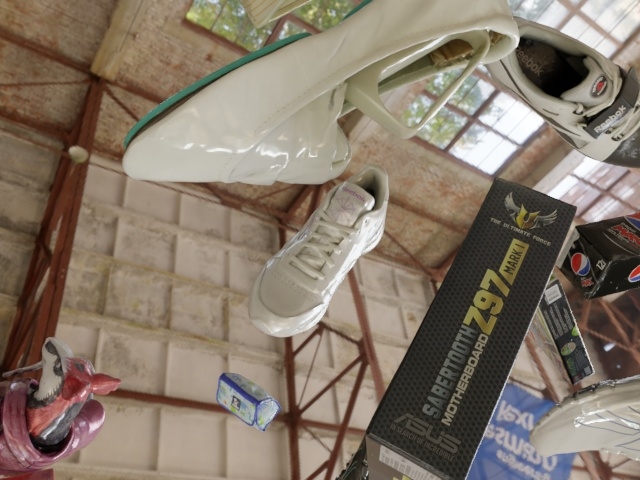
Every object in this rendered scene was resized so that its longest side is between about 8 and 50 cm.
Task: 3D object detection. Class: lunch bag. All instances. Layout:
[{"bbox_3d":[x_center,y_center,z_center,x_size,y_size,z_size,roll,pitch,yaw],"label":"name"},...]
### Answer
[{"bbox_3d":[-0.179,0.388,1.437,0.128,0.151,0.096,28,-115,24],"label":"lunch bag"}]

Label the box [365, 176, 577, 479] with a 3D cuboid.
[{"bbox_3d":[0.098,0.094,0.423,0.059,0.233,0.183,25,-114,17],"label":"box"}]

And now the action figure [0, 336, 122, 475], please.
[{"bbox_3d":[-0.375,0.207,0.624,0.248,0.370,0.276,46,-145,-39],"label":"action figure"}]

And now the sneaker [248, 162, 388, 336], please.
[{"bbox_3d":[0.000,0.000,0.823,0.114,0.152,0.305,30,-128,14],"label":"sneaker"}]

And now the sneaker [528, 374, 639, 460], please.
[{"bbox_3d":[0.391,0.218,0.696,0.111,0.297,0.129,4,-119,-50],"label":"sneaker"}]

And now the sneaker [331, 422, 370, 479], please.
[{"bbox_3d":[0.061,0.461,1.119,0.101,0.106,0.267,46,-125,-31],"label":"sneaker"}]

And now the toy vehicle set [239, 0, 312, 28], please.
[{"bbox_3d":[0.084,-0.218,0.336,0.267,0.166,0.035,-35,-77,-20],"label":"toy vehicle set"}]

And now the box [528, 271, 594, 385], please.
[{"bbox_3d":[0.290,0.090,0.773,0.207,0.036,0.114,54,-175,-36],"label":"box"}]

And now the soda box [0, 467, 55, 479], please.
[{"bbox_3d":[-0.387,0.430,0.752,0.092,0.083,0.263,-3,-147,-23],"label":"soda box"}]

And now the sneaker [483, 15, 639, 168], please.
[{"bbox_3d":[0.368,-0.192,0.809,0.330,0.122,0.146,29,-163,-4],"label":"sneaker"}]

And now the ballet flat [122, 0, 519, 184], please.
[{"bbox_3d":[0.022,-0.133,0.530,0.400,0.139,0.139,-33,-109,-13],"label":"ballet flat"}]

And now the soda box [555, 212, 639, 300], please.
[{"bbox_3d":[0.329,0.008,0.594,0.168,0.060,0.053,-10,-135,-19],"label":"soda box"}]
